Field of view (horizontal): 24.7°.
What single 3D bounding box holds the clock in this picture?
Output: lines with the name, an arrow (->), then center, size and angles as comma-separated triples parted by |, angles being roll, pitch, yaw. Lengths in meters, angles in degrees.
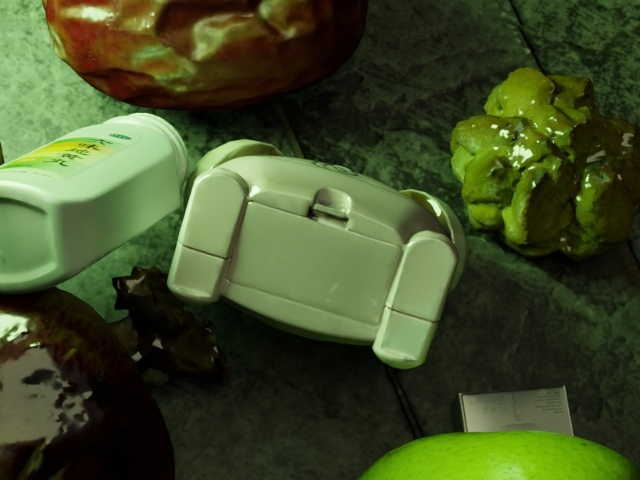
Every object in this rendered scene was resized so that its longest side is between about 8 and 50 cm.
clock -> 0.000, 0.000, 1.636 | 0.342, 0.326, 0.184 | 22, 99, 0

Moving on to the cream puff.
cream puff -> 0.281, -0.093, 1.787 | 0.244, 0.196, 0.244 | -11, 46, 11

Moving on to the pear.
pear -> 0.171, 0.336, 1.545 | 0.318, 0.342, 0.238 | 17, 27, 22

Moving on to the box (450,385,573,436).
box -> 0.227, 0.239, 1.695 | 0.130, 0.051, 0.129 | -3, 68, -8

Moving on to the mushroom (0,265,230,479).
mushroom -> -0.305, 0.176, 1.550 | 0.334, 0.331, 0.356 | -25, 35, 16

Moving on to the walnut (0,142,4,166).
walnut -> -0.535, -0.059, 1.584 | 0.398, 0.308, 0.354 | 19, 95, -11

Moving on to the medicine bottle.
medicine bottle -> -0.255, -0.048, 1.555 | 0.179, 0.324, 0.124 | -1, 105, 22

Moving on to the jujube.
jujube -> -0.140, -0.290, 1.754 | 0.377, 0.276, 0.276 | -10, 69, -12
